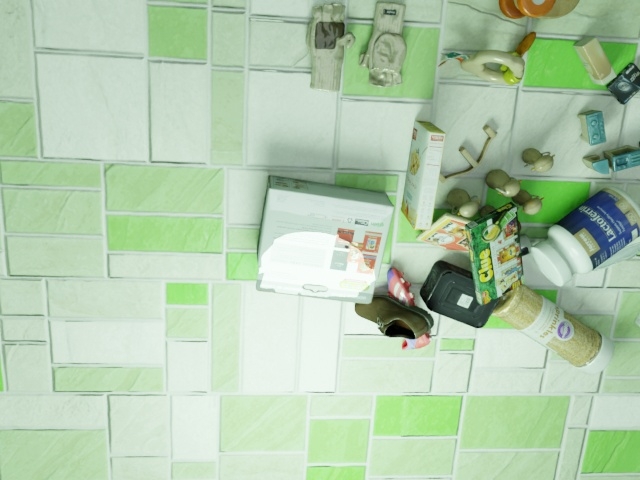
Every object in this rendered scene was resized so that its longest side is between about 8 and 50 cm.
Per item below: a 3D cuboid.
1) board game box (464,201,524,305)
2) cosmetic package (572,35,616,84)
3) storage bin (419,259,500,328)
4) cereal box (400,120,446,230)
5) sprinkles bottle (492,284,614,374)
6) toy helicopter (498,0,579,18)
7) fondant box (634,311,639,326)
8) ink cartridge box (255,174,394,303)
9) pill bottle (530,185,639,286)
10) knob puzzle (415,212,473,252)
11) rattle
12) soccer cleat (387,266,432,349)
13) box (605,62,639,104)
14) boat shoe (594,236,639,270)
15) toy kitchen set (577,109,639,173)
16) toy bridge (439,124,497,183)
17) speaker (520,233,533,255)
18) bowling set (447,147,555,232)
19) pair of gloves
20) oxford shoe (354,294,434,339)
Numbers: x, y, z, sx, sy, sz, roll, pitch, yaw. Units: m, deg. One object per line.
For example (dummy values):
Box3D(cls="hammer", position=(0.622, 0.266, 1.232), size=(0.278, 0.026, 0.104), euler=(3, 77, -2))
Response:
Box3D(cls="board game box", position=(0.438, 0.037, 1.719), size=(0.136, 0.030, 0.259), euler=(-25, 128, -8))
Box3D(cls="cosmetic package", position=(0.673, -0.442, 1.692), size=(0.041, 0.060, 0.115), euler=(-35, 107, 6))
Box3D(cls="storage bin", position=(0.373, 0.144, 1.846), size=(0.180, 0.084, 0.122), euler=(22, 105, -11))
Box3D(cls="cereal box", position=(0.248, -0.163, 1.684), size=(0.048, 0.173, 0.240), euler=(4, 107, -6))
Box3D(cls="sprinkles bottle", position=(0.630, 0.236, 1.882), size=(0.356, 0.121, 0.121), euler=(31, 103, -14))
Box3D(cls="toy helicopter", position=(0.517, -0.686, 1.557), size=(0.235, 0.140, 0.354), euler=(-16, 107, -2))
Box3D(cls="fondant box", position=(1.002, 0.137, 1.824), size=(0.096, 0.238, 0.330), euler=(19, 105, -10))
Box3D(cls="ink cartridge box", position=(0.000, 0.000, 1.736), size=(0.310, 0.130, 0.271), euler=(8, 109, -8))
Box3D(cls="pill bottle", position=(0.685, -0.008, 1.772), size=(0.265, 0.153, 0.153), euler=(-36, 108, -2))
Box3D(cls="knob puzzle", position=(0.364, -0.001, 1.753), size=(0.213, 0.213, 0.029), euler=(14, 65, -10))
Box3D(cls="rattle", position=(0.400, -0.462, 1.655), size=(0.200, 0.130, 0.142), euler=(17, 96, 16))
Box3D(cls="soccer cleat", position=(0.220, 0.189, 1.851), size=(0.095, 0.083, 0.248), euler=(-23, 110, 13))
Box3D(cls="box", position=(0.774, -0.395, 1.738), size=(0.083, 0.018, 0.067), euler=(-44, 107, 10))
Box3D(cls="boat shoe", position=(0.817, 0.012, 1.857), size=(0.228, 0.079, 0.081), euler=(-26, 127, 3))
Box3D(cls="toy kitchen set", position=(0.776, -0.262, 1.728), size=(0.207, 0.122, 0.166), euler=(-16, 109, -1))
Box3D(cls="toy bridge", position=(0.379, -0.212, 1.757), size=(0.188, 0.026, 0.063), euler=(-42, 110, 8))
Box3D(cls="speaker", position=(0.492, 0.032, 1.836), size=(0.136, 0.055, 0.055), euler=(-22, 109, 2))
Box3D(cls="bowling set", position=(0.487, -0.089, 1.741), size=(0.287, 0.154, 0.199), euler=(-32, 108, 6))
Box3D(cls="pair of gloves", position=(0.085, -0.460, 1.637), size=(0.240, 0.042, 0.204), euler=(-4, 105, -6))
Box3D(cls="oxford shoe", position=(0.172, 0.201, 1.788), size=(0.096, 0.227, 0.082), euler=(-37, 126, -40))
